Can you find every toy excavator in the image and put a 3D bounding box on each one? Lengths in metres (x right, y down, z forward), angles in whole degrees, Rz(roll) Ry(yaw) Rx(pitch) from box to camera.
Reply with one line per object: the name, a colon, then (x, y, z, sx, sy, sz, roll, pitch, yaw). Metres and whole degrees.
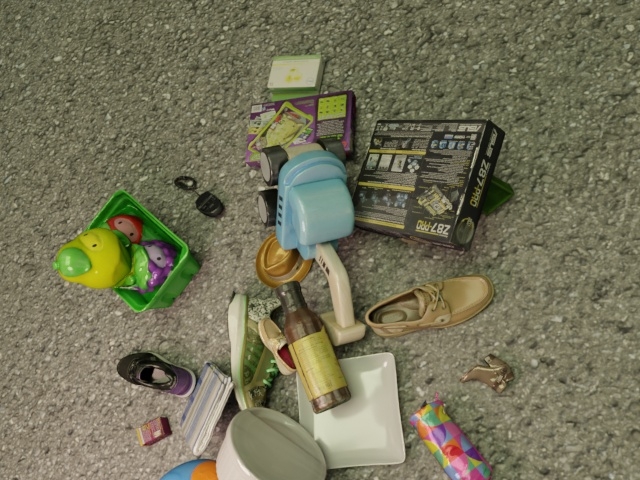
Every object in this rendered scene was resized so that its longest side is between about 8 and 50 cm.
toy excavator: (0.000, 0.000, 1.658, 0.222, 0.433, 0.445, -11, 43, -20)

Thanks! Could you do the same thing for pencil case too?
pencil case: (0.314, 0.495, 1.492, 0.104, 0.104, 0.236, -37, 65, 4)

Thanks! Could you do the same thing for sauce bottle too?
sauce bottle: (-0.028, 0.271, 1.614, 0.111, 0.111, 0.345, -25, 73, 10)

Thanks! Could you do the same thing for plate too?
plate: (0.077, 0.449, 1.620, 0.277, 0.045, 0.278, -11, 68, 16)

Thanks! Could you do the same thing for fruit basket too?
fruit basket: (-0.591, 0.031, 1.829, 0.392, 0.392, 0.283, 36, 86, 26)

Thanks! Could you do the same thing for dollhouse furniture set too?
dollhouse furniture set: (0.343, -0.128, 1.719, 0.301, 0.151, 0.198, -42, 46, 27)

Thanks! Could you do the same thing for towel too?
towel: (-0.310, 0.443, 1.666, 0.034, 0.285, 0.209, 27, 80, -18)

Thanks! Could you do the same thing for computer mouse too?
computer mouse: (-0.395, -0.143, 2.007, 0.071, 0.041, 0.242, -45, 56, -10)

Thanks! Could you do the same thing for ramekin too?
ramekin: (-0.129, 0.549, 1.507, 0.273, 0.272, 0.127, 42, 112, 27)

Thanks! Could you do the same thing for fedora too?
fedora: (-0.118, 0.045, 1.813, 0.194, 0.079, 0.195, -6, 70, 18)

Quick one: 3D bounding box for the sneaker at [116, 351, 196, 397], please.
sneaker: (-0.504, 0.377, 1.798, 0.283, 0.124, 0.107, 5, 74, 29)

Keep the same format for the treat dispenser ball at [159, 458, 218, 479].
treat dispenser ball: (-0.296, 0.694, 1.530, 0.287, 0.288, 0.289, -6, 70, 17)

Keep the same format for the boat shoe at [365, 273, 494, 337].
boat shoe: (0.285, 0.170, 1.608, 0.340, 0.110, 0.122, -22, 66, 11)

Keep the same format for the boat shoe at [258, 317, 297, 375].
boat shoe: (-0.107, 0.280, 1.660, 0.063, 0.059, 0.170, -31, 91, -36)

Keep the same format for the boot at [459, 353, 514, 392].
boot: (0.419, 0.344, 1.541, 0.118, 0.042, 0.087, -43, 71, 9)

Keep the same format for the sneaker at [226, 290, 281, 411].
sneaker: (-0.154, 0.329, 1.703, 0.181, 0.158, 0.411, -7, 73, -2)

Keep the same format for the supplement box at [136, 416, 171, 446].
supplement box: (-0.480, 0.552, 1.783, 0.083, 0.043, 0.055, -28, 64, 9)

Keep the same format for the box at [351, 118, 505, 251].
box: (0.261, -0.160, 1.632, 0.394, 0.097, 0.319, 13, 82, 51)

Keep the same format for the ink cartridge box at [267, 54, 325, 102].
ink cartridge box: (-0.088, -0.487, 2.006, 0.171, 0.056, 0.235, 4, 71, 20)

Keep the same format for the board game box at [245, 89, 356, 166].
board game box: (-0.063, -0.345, 1.918, 0.346, 0.056, 0.208, -3, 67, 20)
